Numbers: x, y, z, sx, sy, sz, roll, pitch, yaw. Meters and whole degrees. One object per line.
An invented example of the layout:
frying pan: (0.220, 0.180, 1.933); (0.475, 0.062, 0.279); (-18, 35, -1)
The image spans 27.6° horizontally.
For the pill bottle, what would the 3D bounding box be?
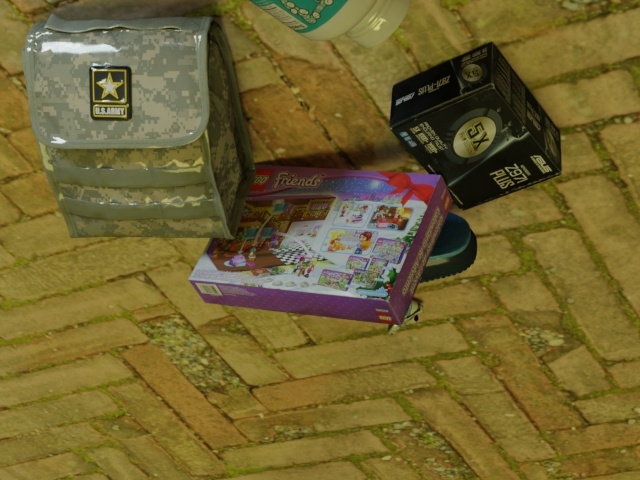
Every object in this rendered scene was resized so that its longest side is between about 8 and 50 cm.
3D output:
pill bottle: (-0.026, -0.310, 1.391); (0.264, 0.146, 0.146); (29, 136, -30)

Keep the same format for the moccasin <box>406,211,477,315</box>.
moccasin: (0.068, 0.032, 1.819); (0.342, 0.138, 0.117); (-4, 127, 33)

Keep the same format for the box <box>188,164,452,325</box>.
box: (0.000, 0.000, 1.665); (0.293, 0.201, 0.057); (5, 144, 30)

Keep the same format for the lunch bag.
lunch bag: (-0.223, -0.147, 1.612); (0.235, 0.169, 0.287); (1, 132, 13)

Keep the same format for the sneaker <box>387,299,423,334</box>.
sneaker: (0.129, 0.121, 1.979); (0.036, 0.032, 0.083); (18, 140, -12)

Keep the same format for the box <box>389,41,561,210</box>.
box: (0.195, -0.137, 1.623); (0.147, 0.078, 0.180); (-21, 133, 29)
